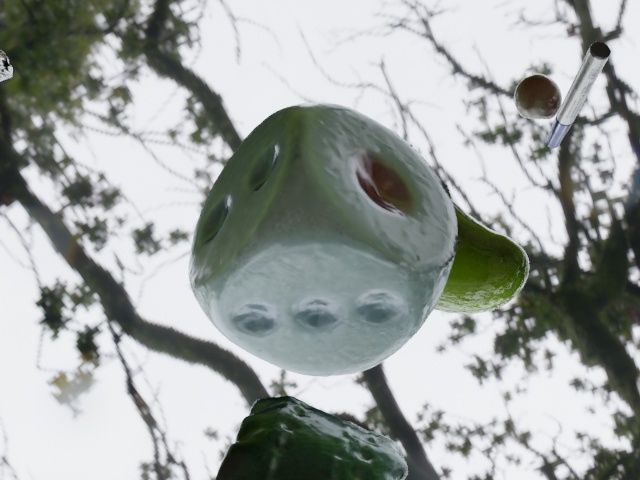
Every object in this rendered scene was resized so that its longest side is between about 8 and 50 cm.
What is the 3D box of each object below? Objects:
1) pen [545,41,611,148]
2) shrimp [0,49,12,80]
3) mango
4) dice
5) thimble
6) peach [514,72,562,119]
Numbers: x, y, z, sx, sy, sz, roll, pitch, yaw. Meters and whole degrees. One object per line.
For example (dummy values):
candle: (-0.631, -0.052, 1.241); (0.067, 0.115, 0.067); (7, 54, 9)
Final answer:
pen: (0.306, -0.170, 1.388); (0.025, 0.204, 0.025); (2, -116, -4)
shrimp: (-0.395, -0.208, 1.309); (0.126, 0.223, 0.047); (27, -84, 11)
mango: (0.172, 0.015, 1.735); (0.293, 0.175, 0.143); (23, -157, 23)
dice: (0.000, 0.000, 1.521); (0.262, 0.268, 0.264); (-43, -150, 33)
thimble: (-0.035, 0.301, 1.094); (0.167, 0.254, 0.288); (21, -107, 5)
peach: (0.364, -0.240, 1.931); (0.083, 0.083, 0.083); (-16, -141, 14)
